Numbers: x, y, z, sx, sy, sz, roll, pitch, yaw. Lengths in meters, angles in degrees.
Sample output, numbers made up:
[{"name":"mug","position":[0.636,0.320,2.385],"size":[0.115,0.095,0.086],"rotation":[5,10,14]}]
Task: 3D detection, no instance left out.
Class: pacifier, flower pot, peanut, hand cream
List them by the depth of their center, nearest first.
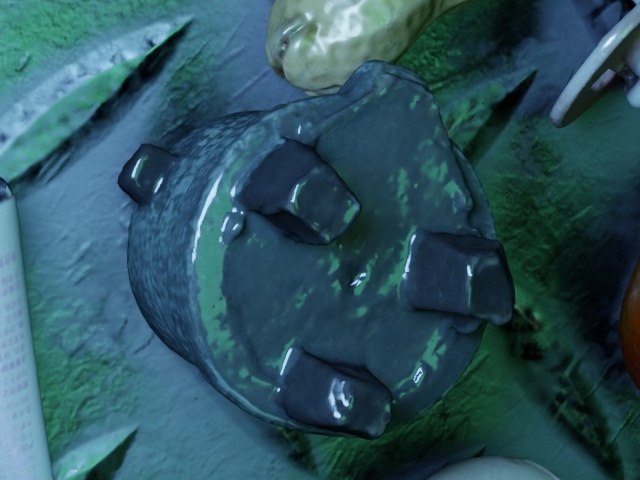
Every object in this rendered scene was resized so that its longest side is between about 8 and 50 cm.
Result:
[{"name":"hand cream","position":[-0.292,0.123,1.321],"size":[0.185,0.118,0.359],"rotation":[-9,109,-27]},{"name":"flower pot","position":[0.000,0.000,1.339],"size":[0.299,0.283,0.299],"rotation":[-4,100,-25]},{"name":"peanut","position":[0.071,-0.234,1.431],"size":[0.290,0.130,0.130],"rotation":[-38,112,-13]},{"name":"pacifier","position":[0.304,-0.242,1.489],"size":[0.273,0.220,0.332],"rotation":[34,105,-26]}]

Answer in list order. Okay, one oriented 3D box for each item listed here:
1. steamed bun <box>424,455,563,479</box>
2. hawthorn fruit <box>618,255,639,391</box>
[{"name":"steamed bun","position":[0.140,0.308,1.531],"size":[0.231,0.145,0.232],"rotation":[-3,95,-40]},{"name":"hawthorn fruit","position":[0.426,0.041,1.578],"size":[0.277,0.277,0.298],"rotation":[7,75,-27]}]
